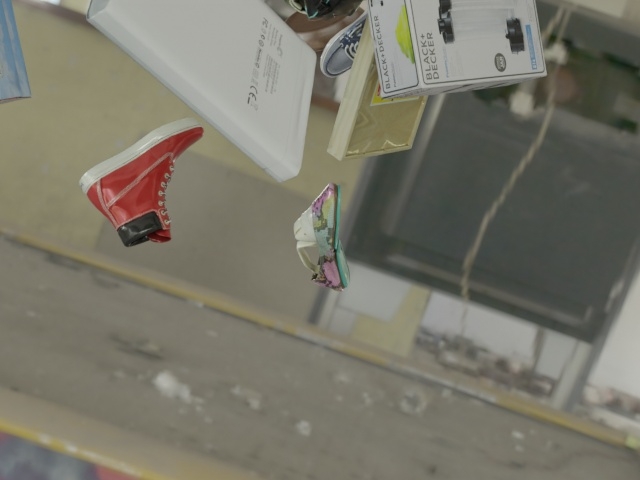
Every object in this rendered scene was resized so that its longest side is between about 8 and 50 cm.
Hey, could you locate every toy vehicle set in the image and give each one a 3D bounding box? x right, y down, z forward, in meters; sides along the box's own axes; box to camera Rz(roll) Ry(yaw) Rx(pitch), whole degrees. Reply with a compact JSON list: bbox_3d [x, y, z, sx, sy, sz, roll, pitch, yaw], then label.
[{"bbox_3d":[0.115,-0.259,2.033,0.166,0.267,0.035,-12,40,-42],"label":"toy vehicle set"}]

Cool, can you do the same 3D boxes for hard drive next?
[{"bbox_3d":[-0.140,-0.263,1.648,0.047,0.233,0.353,-21,-45,33],"label":"hard drive"}]

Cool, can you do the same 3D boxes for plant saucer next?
[{"bbox_3d":[-0.001,-0.441,2.575,0.198,0.036,0.198,-15,32,9],"label":"plant saucer"}]

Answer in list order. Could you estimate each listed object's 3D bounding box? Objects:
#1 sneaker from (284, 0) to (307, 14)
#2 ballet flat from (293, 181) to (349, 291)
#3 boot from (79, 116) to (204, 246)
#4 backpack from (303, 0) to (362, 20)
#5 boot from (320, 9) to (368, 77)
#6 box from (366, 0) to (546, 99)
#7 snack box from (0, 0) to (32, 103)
[{"bbox_3d":[-0.024,-0.438,2.271,0.086,0.064,0.192,-10,20,-39],"label":"sneaker"},{"bbox_3d":[0.000,0.000,1.975,0.079,0.077,0.221,0,-42,6],"label":"ballet flat"},{"bbox_3d":[-0.273,-0.096,2.227,0.176,0.244,0.088,51,-19,10],"label":"boot"},{"bbox_3d":[0.030,-0.453,1.934,0.144,0.188,0.166,-17,-14,-27],"label":"backpack"},{"bbox_3d":[0.071,-0.366,2.378,0.069,0.190,0.086,33,25,-24],"label":"boot"},{"bbox_3d":[0.209,-0.311,1.930,0.290,0.169,0.087,-10,2,-40],"label":"box"},{"bbox_3d":[-0.428,-0.217,1.368,0.207,0.174,0.070,-9,5,26],"label":"snack box"}]
